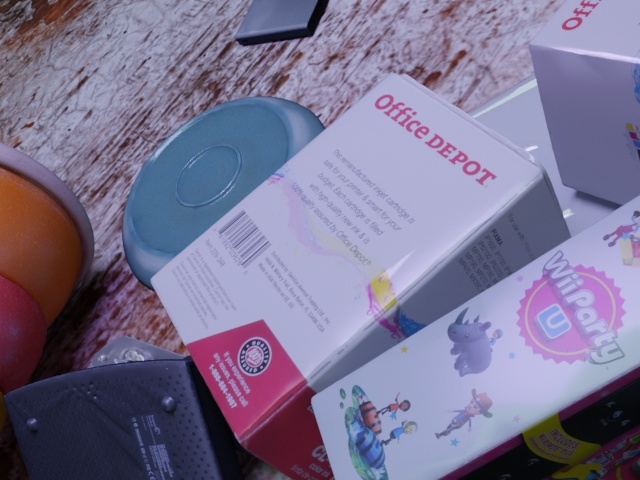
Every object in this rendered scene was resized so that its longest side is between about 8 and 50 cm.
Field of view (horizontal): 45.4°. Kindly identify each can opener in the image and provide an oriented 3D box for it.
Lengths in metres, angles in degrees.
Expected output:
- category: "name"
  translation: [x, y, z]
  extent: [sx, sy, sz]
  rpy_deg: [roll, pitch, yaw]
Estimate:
- category: "can opener"
  translation: [-0.126, 0.171, 0.788]
  extent: [0.283, 0.095, 0.076]
  rpy_deg: [14, 46, 28]

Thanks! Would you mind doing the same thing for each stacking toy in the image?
- category: "stacking toy"
  translation: [-0.430, 0.148, 0.801]
  extent: [0.350, 0.350, 0.480]
  rpy_deg: [-22, 50, 16]

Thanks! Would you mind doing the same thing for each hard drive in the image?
- category: "hard drive"
  translation: [-0.190, 0.200, 0.741]
  extent: [0.254, 0.054, 0.172]
  rpy_deg: [-15, 93, 31]
- category: "hard drive"
  translation: [-0.056, -0.343, 1.161]
  extent: [0.135, 0.022, 0.094]
  rpy_deg: [2, 58, 33]

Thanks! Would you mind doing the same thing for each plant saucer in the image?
- category: "plant saucer"
  translation: [-0.137, -0.075, 0.994]
  extent: [0.317, 0.044, 0.318]
  rpy_deg: [-17, 49, 21]

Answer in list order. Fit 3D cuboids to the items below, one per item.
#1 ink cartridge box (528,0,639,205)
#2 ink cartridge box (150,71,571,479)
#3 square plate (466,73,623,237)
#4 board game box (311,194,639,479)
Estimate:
- category: "ink cartridge box"
  translation: [0.310, -0.117, 0.569]
  extent: [0.232, 0.168, 0.171]
  rpy_deg: [27, 67, 42]
- category: "ink cartridge box"
  translation: [0.031, 0.026, 0.672]
  extent: [0.306, 0.131, 0.226]
  rpy_deg: [-39, 43, -1]
- category: "square plate"
  translation: [0.196, -0.036, 0.738]
  extent: [0.344, 0.049, 0.347]
  rpy_deg: [-28, 44, 14]
- category: "board game box"
  translation: [0.184, 0.106, 0.504]
  extent: [0.303, 0.224, 0.097]
  rpy_deg: [-35, 44, 13]
